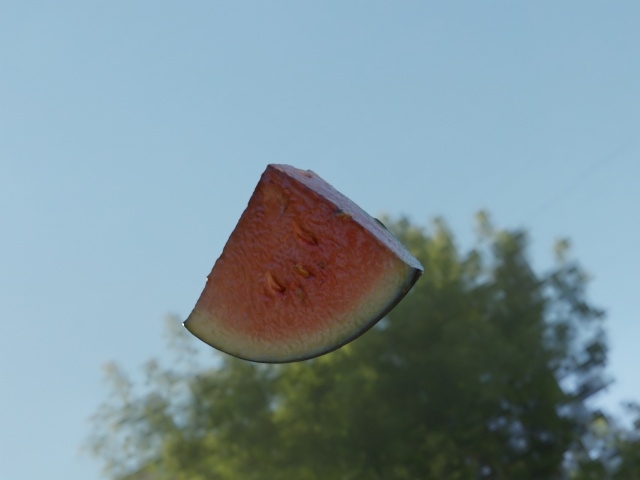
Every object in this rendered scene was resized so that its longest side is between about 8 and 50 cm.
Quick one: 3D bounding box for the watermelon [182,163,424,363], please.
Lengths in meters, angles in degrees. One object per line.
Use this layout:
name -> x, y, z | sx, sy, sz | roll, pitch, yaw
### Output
watermelon -> 0.000, 0.000, 0.940 | 0.135, 0.094, 0.125 | 4, 33, 47
